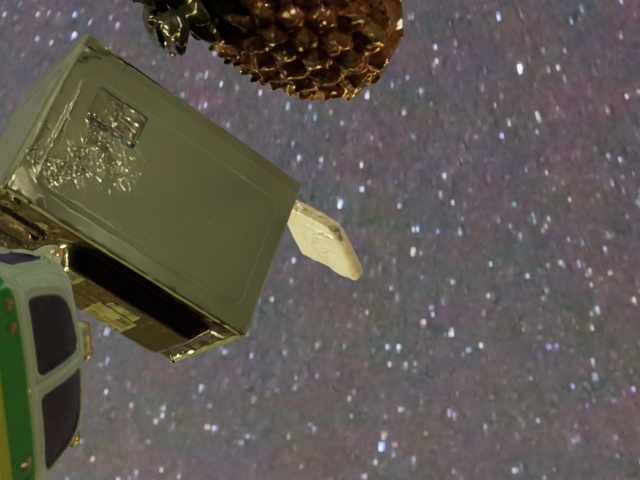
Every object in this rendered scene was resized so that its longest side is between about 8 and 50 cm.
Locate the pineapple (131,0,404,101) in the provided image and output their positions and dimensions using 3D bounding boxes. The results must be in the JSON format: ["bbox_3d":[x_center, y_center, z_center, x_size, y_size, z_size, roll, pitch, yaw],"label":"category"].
[{"bbox_3d":[-0.094,-0.285,1.323,0.357,0.223,0.223,5,-50,-31],"label":"pineapple"}]

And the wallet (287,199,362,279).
[{"bbox_3d":[0.000,0.000,1.695,0.124,0.032,0.183,29,-15,24],"label":"wallet"}]

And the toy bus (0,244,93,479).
[{"bbox_3d":[-0.261,0.064,0.550,0.276,0.165,0.133,5,-74,21],"label":"toy bus"}]

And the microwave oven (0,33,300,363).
[{"bbox_3d":[-0.210,-0.034,1.208,0.295,0.237,0.181,35,-33,-24],"label":"microwave oven"}]
